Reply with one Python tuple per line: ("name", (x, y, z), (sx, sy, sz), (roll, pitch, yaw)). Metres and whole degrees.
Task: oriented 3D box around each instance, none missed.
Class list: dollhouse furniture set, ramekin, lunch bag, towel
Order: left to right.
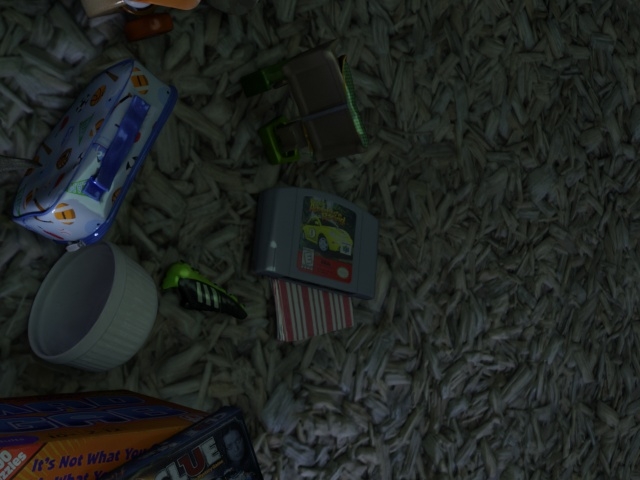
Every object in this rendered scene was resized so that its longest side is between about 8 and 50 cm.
("lunch bag", (-0.349, -0.127, 1.245), (0.115, 0.243, 0.303), (34, 68, -33))
("ramekin", (-0.353, 0.110, 1.271), (0.109, 0.207, 0.207), (37, 67, -42))
("towel", (-0.016, 0.123, 1.651), (0.197, 0.029, 0.144), (-8, 92, -39))
("dollhouse furniture set", (0.012, -0.262, 1.499), (0.151, 0.301, 0.198), (-28, 104, -33))

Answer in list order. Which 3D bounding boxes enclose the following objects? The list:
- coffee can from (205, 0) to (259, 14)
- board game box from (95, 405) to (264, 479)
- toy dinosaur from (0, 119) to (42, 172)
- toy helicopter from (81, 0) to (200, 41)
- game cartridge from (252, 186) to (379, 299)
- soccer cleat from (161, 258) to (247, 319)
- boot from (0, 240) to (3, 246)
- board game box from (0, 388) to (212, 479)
("coffee can", (-0.110, -0.574, 1.470), (0.275, 0.201, 0.201), (-50, 118, -28))
("board game box", (-0.185, 0.344, 1.043), (0.243, 0.042, 0.165), (-25, 104, -37))
("toy dinosaur", (-0.551, -0.133, 1.120), (0.160, 0.121, 0.313), (-54, 151, 17))
("toy helicopter", (-0.223, -0.422, 1.272), (0.235, 0.355, 0.140), (-47, 123, -67))
("game cartridge", (0.000, 0.000, 1.630), (0.294, 0.060, 0.196), (15, 68, -35))
("soccer cleat", (-0.214, 0.106, 1.476), (0.179, 0.060, 0.072), (37, 77, -25))
("boot", (-0.535, 0.057, 1.225), (0.106, 0.037, 0.114), (-7, 90, -26))
("board game box", (-0.370, 0.424, 1.148), (0.356, 0.356, 0.356), (3, 87, -39))
